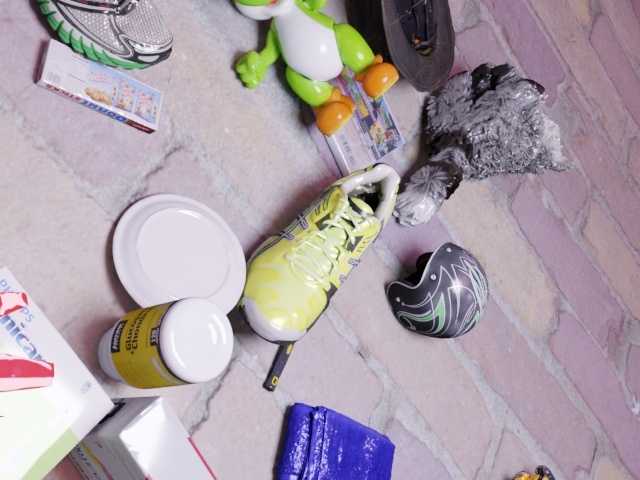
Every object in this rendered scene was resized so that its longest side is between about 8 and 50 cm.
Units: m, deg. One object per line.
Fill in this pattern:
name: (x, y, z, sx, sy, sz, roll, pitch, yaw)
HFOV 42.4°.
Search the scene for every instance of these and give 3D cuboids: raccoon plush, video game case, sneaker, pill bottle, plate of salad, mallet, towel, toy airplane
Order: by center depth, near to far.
toy airplane: (-0.337, 0.110, 0.846, 0.151, 0.028, 0.151, 14, 68, -39)
pill bottle: (-0.201, 0.132, 1.031, 0.103, 0.184, 0.103, 14, 69, -41)
sneaker: (-0.315, -0.370, 1.076, 0.343, 0.146, 0.134, 48, 43, -25)
plate of salad: (-0.198, 0.028, 1.157, 0.200, 0.048, 0.200, 17, 57, -27)
towel: (0.022, 0.422, 1.247, 0.227, 0.076, 0.308, 30, 59, -34)
sneaker: (0.000, 0.000, 1.266, 0.145, 0.147, 0.385, 36, 47, -2)
mallet: (-0.049, 0.142, 1.287, 0.062, 0.039, 0.190, 48, 55, -24)
video game case: (0.059, -0.235, 1.501, 0.183, 0.023, 0.201, -35, 102, -44)
raccoon plush: (0.320, -0.142, 1.676, 0.446, 0.216, 0.299, -47, 130, -10)

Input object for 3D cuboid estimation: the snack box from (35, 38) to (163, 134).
snack box: (-0.301, -0.210, 1.142, 0.178, 0.022, 0.064, 22, 63, -39)

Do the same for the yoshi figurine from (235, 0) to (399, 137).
yoshi figurine: (-0.047, -0.346, 1.307, 0.203, 0.203, 0.362, -44, 99, -26)

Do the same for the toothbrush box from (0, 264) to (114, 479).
toothbrush box: (-0.397, 0.196, 0.868, 0.206, 0.122, 0.283, 56, 48, -16)

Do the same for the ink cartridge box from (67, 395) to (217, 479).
ink cartridge box: (-0.223, 0.258, 0.983, 0.072, 0.175, 0.127, -41, 108, -40)

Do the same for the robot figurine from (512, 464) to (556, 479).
robot figurine: (0.408, 0.580, 1.575, 0.211, 0.085, 0.291, -17, 91, -46)

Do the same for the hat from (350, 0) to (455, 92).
hat: (0.135, -0.435, 1.546, 0.331, 0.134, 0.331, 2, 87, -56)

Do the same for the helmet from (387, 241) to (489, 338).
helmet: (0.219, 0.090, 1.468, 0.169, 0.161, 0.169, 14, 69, -41)
